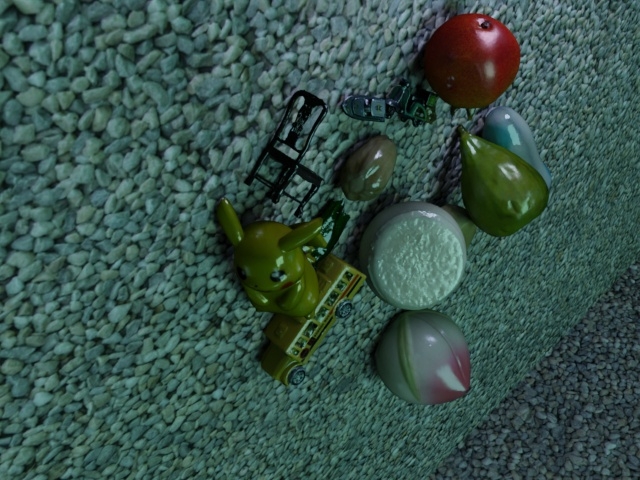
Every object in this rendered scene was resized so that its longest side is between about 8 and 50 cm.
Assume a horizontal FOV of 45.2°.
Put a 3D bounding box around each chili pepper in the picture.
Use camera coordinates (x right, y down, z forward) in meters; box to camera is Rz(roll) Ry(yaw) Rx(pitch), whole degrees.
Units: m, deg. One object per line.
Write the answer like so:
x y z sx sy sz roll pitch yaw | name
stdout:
0.002 0.001 1.824 0.224 0.061 0.098 -55 147 -1 | chili pepper

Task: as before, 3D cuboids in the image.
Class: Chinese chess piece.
0.343 0.013 2.198 0.251 0.097 0.251 -43 156 -24 | Chinese chess piece

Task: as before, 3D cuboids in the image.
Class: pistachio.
0.117 -0.169 1.791 0.186 0.108 0.126 -54 171 -16 | pistachio

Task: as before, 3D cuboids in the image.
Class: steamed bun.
0.233 0.032 2.000 0.282 0.177 0.283 -2 104 -6 | steamed bun
0.341 0.379 2.373 0.309 0.309 0.310 -32 140 -32 | steamed bun

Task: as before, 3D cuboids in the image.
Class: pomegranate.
0.347 -0.401 1.793 0.220 0.220 0.257 -33 141 -31 | pomegranate

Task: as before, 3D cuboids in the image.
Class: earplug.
0.552 -0.264 2.218 0.185 0.185 0.324 -48 140 -13 | earplug

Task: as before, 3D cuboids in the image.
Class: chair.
-0.044 -0.178 1.571 0.229 0.106 0.113 -58 146 4 | chair

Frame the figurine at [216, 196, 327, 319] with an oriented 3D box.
-0.085 0.050 1.632 0.327 0.218 0.169 67 31 -62 | figurine

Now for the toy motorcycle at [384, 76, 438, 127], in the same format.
0.206 -0.325 1.813 0.173 0.058 0.100 4 110 -52 | toy motorcycle

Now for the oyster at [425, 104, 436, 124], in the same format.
0.270 -0.321 1.922 0.093 0.034 0.051 23 91 -52 | oyster

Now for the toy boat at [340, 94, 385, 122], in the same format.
0.094 -0.293 1.700 0.141 0.060 0.055 -2 95 -45 | toy boat

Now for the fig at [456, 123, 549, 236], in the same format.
0.464 -0.143 2.100 0.233 0.314 0.233 -62 179 -2 | fig

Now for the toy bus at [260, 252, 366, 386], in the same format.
-0.033 0.190 1.888 0.336 0.121 0.123 -55 141 -1 | toy bus
